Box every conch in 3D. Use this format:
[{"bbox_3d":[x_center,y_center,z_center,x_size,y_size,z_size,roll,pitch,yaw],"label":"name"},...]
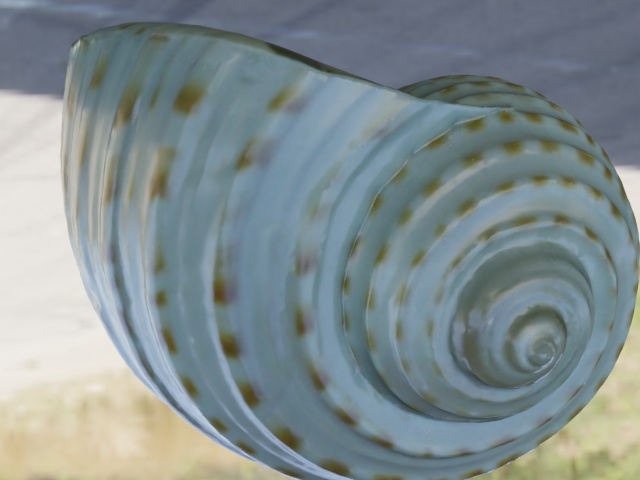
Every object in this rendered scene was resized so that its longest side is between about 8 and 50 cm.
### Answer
[{"bbox_3d":[0.000,0.011,0.564,0.172,0.131,0.200,8,175,-31],"label":"conch"}]
